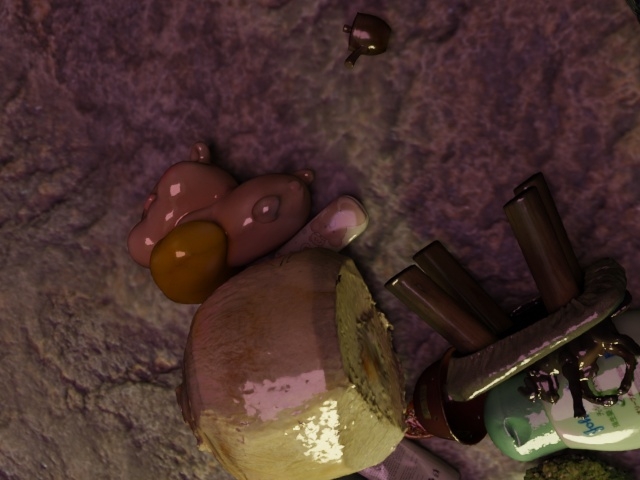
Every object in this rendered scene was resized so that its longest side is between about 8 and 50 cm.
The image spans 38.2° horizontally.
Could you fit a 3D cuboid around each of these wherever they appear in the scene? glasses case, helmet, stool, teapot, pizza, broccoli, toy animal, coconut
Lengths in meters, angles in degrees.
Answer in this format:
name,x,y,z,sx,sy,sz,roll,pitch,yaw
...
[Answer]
name,x,y,z,sx,sy,sz,roll,pitch,yaw
glasses case,0.000,0.000,1.672,0.204,0.051,0.081,-43,89,21
helmet,0.217,0.273,1.629,0.106,0.155,0.175,-13,82,42
stool,0.291,0.066,1.459,0.310,0.310,0.226,-36,89,19
teapot,0.070,-0.324,1.555,0.080,0.110,0.085,15,151,0
pizza,0.177,0.331,1.693,0.099,0.029,0.100,-39,87,9
broccoli,0.446,0.463,1.572,0.226,0.176,0.197,39,132,25
toy animal,0.412,0.181,1.433,0.232,0.084,0.148,-48,57,13
toy animal,-0.207,-0.052,1.625,0.345,0.278,0.246,-39,75,24
coconut,-0.070,0.231,1.575,0.405,0.404,0.404,4,104,17

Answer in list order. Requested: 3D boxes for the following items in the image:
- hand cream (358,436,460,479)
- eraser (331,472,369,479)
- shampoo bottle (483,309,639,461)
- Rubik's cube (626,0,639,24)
name,x,y,z,sx,sy,sz,roll,pitch,yaw
hand cream,0.128,0.406,1.726,0.336,0.076,0.121,26,104,17
eraser,0.014,0.544,1.779,0.174,0.081,0.226,27,110,14
shampoo bottle,0.438,0.258,1.540,0.350,0.151,0.221,-25,91,22
Rubik's cube,0.609,-0.324,1.278,0.292,0.287,0.293,-29,92,21
